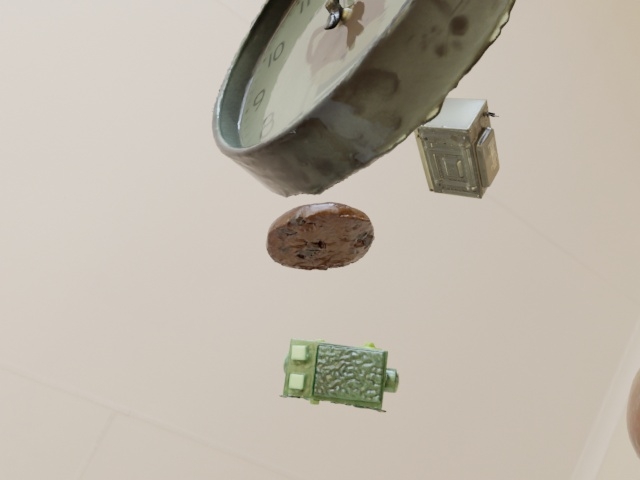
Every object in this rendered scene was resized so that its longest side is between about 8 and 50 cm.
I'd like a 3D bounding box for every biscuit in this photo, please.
[{"bbox_3d":[0.000,0.000,0.992,0.192,0.192,0.049,5,-119,-24],"label":"biscuit"}]

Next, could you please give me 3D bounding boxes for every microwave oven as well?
[{"bbox_3d":[0.375,-0.248,1.608,0.145,0.194,0.240,-52,-42,-28],"label":"microwave oven"}]

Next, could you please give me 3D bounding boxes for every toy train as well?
[{"bbox_3d":[0.042,0.299,1.336,0.272,0.188,0.159,6,-102,9],"label":"toy train"}]

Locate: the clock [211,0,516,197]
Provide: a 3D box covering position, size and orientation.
[{"bbox_3d":[0.024,-0.189,0.511,0.067,0.325,0.325,32,-99,-31],"label":"clock"}]

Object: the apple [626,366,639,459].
[{"bbox_3d":[0.613,0.257,0.848,0.319,0.319,0.277,-56,-43,-10],"label":"apple"}]
